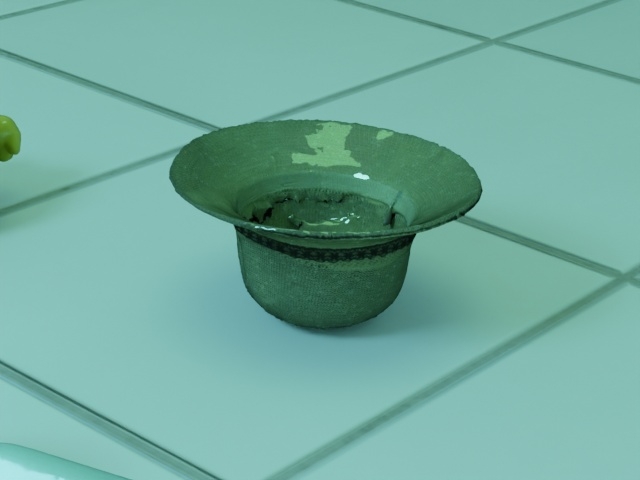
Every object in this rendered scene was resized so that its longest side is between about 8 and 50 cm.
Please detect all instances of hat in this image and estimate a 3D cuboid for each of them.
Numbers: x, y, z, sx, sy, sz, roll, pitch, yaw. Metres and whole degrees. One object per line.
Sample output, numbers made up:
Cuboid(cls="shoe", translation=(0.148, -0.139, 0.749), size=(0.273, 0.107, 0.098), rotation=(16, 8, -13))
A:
Cuboid(cls="hat", translation=(0.000, 0.000, 1.324), size=(0.257, 0.130, 0.257), rotation=(3, 25, -1))

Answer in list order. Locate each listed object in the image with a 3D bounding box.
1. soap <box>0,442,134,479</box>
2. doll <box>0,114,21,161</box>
Cuboid(cls="soap", translation=(-0.073, 0.215, 0.807), size=(0.265, 0.087, 0.160), rotation=(14, 68, 22))
Cuboid(cls="doll", translation=(-0.387, -0.041, 1.419), size=(0.141, 0.117, 0.296), rotation=(11, 40, 24))
